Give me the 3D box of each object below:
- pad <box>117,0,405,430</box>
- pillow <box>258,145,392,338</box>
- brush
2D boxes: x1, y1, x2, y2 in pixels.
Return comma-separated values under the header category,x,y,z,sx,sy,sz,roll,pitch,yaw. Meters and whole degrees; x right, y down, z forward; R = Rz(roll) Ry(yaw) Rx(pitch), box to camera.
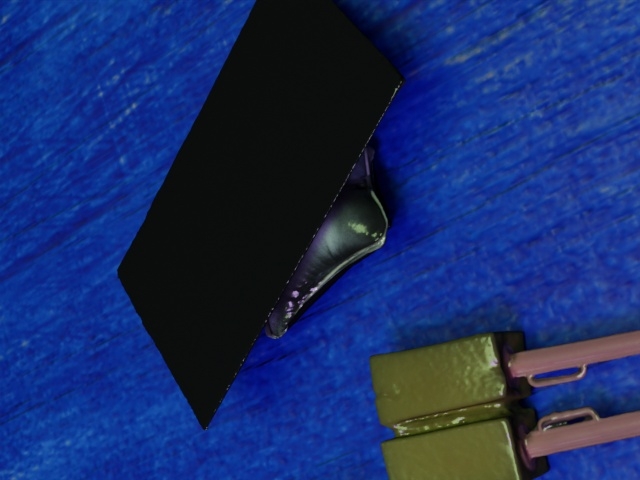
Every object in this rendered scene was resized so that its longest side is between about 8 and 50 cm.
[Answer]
category,x,y,z,sx,sy,sz,roll,pitch,yaw
pad,-0.054,-0.039,1.126,0.299,0.005,0.202,-61,39,21
pillow,-0.002,-0.001,1.094,0.136,0.055,0.091,-40,67,30
brush,0.142,0.102,0.994,0.233,0.047,0.103,-16,81,35
